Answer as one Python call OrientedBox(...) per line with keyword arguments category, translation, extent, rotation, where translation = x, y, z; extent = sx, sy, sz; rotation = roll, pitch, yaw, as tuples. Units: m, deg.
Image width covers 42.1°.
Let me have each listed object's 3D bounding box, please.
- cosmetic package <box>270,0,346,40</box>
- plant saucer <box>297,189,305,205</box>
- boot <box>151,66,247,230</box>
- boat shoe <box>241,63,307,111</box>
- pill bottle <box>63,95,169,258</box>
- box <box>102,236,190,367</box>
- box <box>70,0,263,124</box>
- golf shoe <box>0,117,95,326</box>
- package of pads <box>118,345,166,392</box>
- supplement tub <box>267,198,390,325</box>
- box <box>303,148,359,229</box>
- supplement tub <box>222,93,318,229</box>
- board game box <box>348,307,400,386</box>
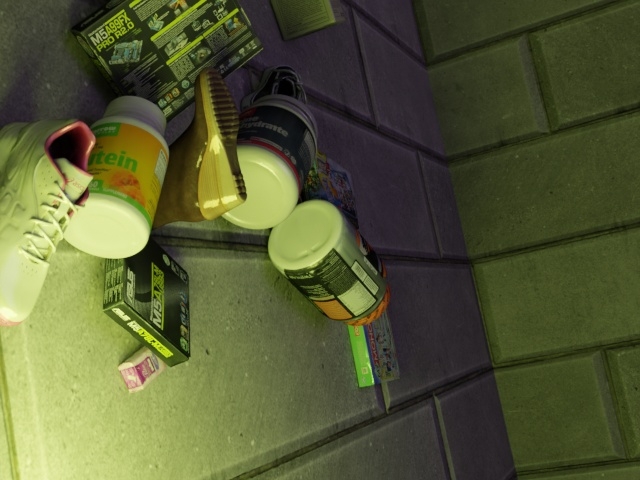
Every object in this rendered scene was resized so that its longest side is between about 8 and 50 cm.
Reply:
OrientedBox(category="cosmetic package", translation=(-0.062, -0.703, 2.195), extent=(0.113, 0.160, 0.309), rotation=(-40, 115, -66))
OrientedBox(category="plant saucer", translation=(-0.032, -0.127, 2.078), extent=(0.198, 0.036, 0.198), rotation=(46, 36, -49))
OrientedBox(category="boot", translation=(-0.236, -0.150, 1.395), extent=(0.090, 0.207, 0.248), rotation=(-3, 82, -65))
OrientedBox(category="boat shoe", translation=(-0.091, -0.358, 1.987), extent=(0.113, 0.105, 0.306), rotation=(69, 24, -17))
OrientedBox(category="pill bottle", translation=(-0.311, -0.106, 1.289), extent=(0.136, 0.136, 0.245), rotation=(53, 32, -43))
OrientedBox(category="box", translation=(-0.276, 0.081, 1.338), extent=(0.184, 0.045, 0.190), rotation=(56, 18, -44))
OrientedBox(category="box", translation=(-0.258, -0.350, 1.443), extent=(0.270, 0.060, 0.216), rotation=(-42, 125, -15))
OrientedBox(category="golf shoe", translation=(-0.377, -0.039, 1.098), extent=(0.115, 0.140, 0.306), rotation=(42, 41, -55))
OrientedBox(category="package of pads", translation=(-0.280, 0.199, 1.314), extent=(0.050, 0.032, 0.083), rotation=(68, 24, -10))
OrientedBox(category="supplement tub", translation=(0.032, 0.063, 1.910), extent=(0.316, 0.193, 0.193), rotation=(49, 34, -48))
OrientedBox(category="box", translation=(0.023, -0.125, 2.099), extent=(0.233, 0.044, 0.159), rotation=(28, 51, -61))
OrientedBox(category="supplement tub", translation=(-0.113, -0.168, 1.712), extent=(0.191, 0.191, 0.272), rotation=(63, 26, -28))
OrientedBox(category="board game box", translation=(0.132, 0.226, 2.235), extent=(0.213, 0.046, 0.317), rotation=(11, 67, -66))
